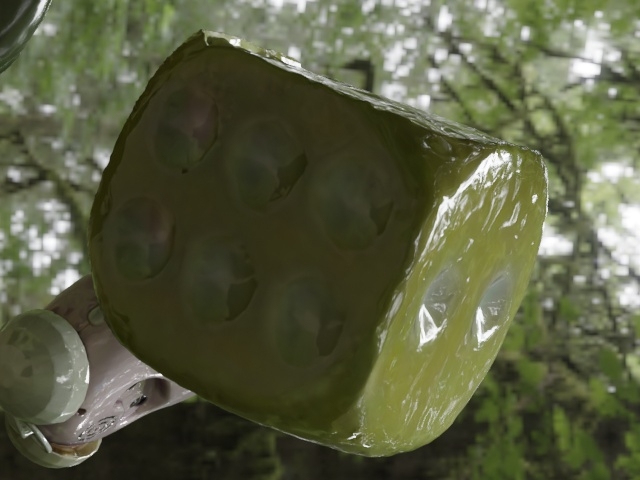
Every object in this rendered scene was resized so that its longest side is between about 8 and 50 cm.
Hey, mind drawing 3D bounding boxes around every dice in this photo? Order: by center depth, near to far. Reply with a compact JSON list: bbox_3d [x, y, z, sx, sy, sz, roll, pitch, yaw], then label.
[{"bbox_3d":[0.000,0.000,1.009,0.238,0.233,0.227,26,-83,27],"label":"dice"}]

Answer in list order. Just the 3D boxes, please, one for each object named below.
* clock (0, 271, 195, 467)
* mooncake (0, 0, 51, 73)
[{"bbox_3d":[-0.280,0.155,1.970,0.184,0.326,0.342,53,-19,23],"label":"clock"},{"bbox_3d":[-0.402,-0.282,1.297,0.187,0.351,0.351,4,-88,60],"label":"mooncake"}]
